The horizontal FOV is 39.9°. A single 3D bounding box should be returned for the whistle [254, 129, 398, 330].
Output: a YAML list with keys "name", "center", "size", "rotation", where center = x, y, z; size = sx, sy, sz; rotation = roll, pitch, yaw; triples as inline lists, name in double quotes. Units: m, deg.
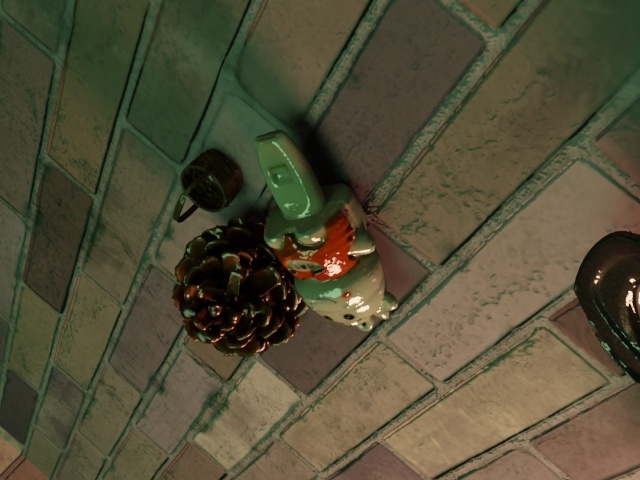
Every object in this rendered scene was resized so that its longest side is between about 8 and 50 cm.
- name: "whistle"
  center: [0.002, -0.001, 0.906]
  size: [0.102, 0.106, 0.253]
  rotation: [-22, 117, 7]

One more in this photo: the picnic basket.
- name: "picnic basket"
  center: [-0.134, -0.054, 0.984]
  size: [0.072, 0.083, 0.072]
  rotation: [24, 139, 23]

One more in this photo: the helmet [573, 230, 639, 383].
- name: "helmet"
  center: [0.330, 0.066, 0.633]
  size: [0.253, 0.154, 0.198]
  rotation: [54, 166, 15]

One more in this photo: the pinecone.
- name: "pinecone"
  center: [-0.091, 0.056, 0.992]
  size: [0.173, 0.173, 0.173]
  rotation: [25, 140, 22]
